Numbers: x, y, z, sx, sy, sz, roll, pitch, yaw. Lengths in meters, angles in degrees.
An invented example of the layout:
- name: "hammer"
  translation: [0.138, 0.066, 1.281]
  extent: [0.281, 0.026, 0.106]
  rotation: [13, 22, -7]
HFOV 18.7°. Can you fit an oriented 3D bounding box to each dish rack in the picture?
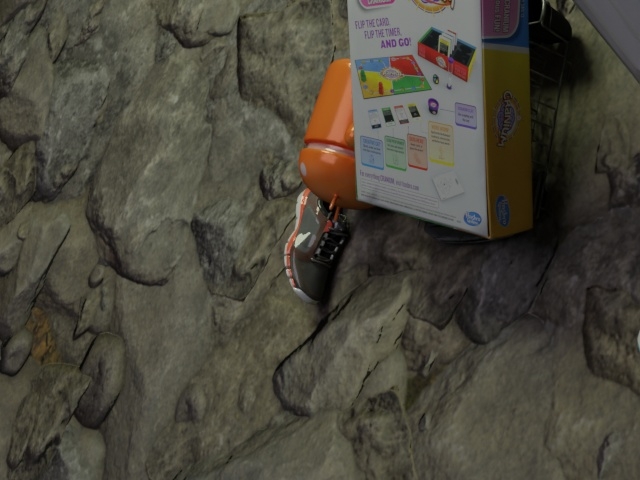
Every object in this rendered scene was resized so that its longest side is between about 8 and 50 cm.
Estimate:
- name: "dish rack"
  translation: [0.184, -0.132, 2.203]
  extent: [0.208, 0.074, 0.271]
  rotation: [-7, 67, 51]

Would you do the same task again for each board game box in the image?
- name: "board game box"
  translation: [0.126, -0.179, 2.102]
  extent: [0.242, 0.064, 0.317]
  rotation: [19, 117, 52]

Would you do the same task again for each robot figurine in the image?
- name: "robot figurine"
  translation: [0.048, -0.132, 2.323]
  extent: [0.158, 0.128, 0.219]
  rotation: [9, 79, 52]

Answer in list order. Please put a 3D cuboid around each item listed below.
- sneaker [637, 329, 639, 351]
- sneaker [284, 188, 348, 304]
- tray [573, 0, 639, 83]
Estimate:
- name: "sneaker"
  translation: [0.438, 0.103, 1.727]
  extent: [0.319, 0.127, 0.208]
  rotation: [43, 107, 42]
- name: "sneaker"
  translation: [0.000, 0.000, 2.372]
  extent: [0.065, 0.061, 0.158]
  rotation: [-17, 59, 38]
- name: "tray"
  translation: [0.304, -0.275, 1.986]
  extent: [0.145, 0.270, 0.030]
  rotation: [-25, 24, 41]
